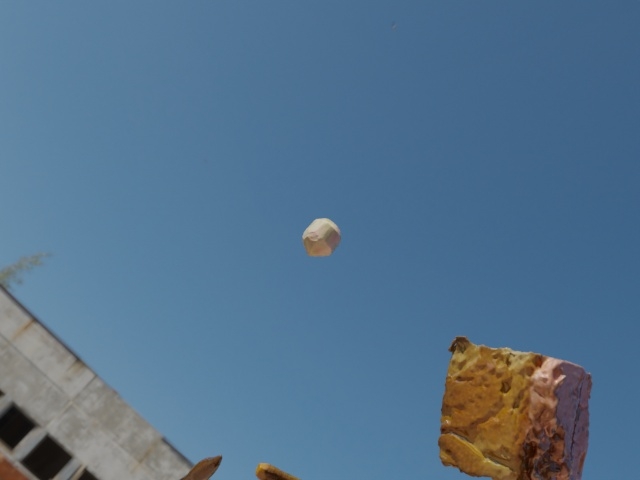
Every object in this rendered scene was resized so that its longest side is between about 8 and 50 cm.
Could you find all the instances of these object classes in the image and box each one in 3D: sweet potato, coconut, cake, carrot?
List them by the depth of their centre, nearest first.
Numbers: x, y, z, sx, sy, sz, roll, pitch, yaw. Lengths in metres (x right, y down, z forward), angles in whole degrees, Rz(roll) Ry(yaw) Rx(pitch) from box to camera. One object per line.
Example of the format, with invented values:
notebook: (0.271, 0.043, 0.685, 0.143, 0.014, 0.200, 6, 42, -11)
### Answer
carrot: (-0.070, 0.559, 1.782, 0.171, 0.042, 0.042, 25, -30, -13)
cake: (0.459, 0.409, 1.792, 0.293, 0.314, 0.307, 6, -13, 39)
sweet potato: (-0.348, 0.663, 2.161, 0.057, 0.057, 0.264, 43, -56, -4)
coconut: (0.000, 0.000, 2.326, 0.110, 0.124, 0.110, 37, -18, 14)
